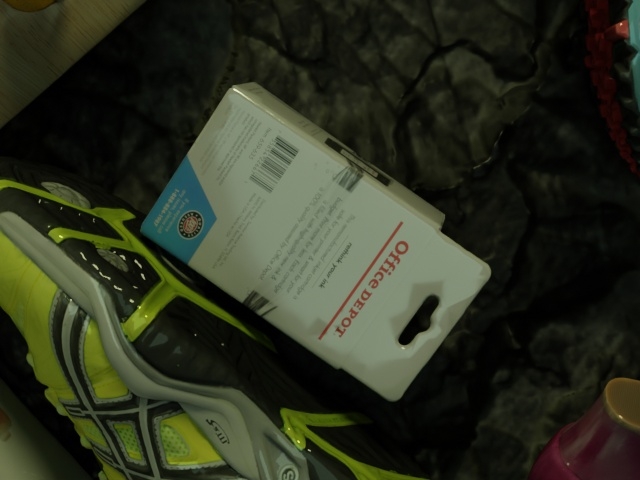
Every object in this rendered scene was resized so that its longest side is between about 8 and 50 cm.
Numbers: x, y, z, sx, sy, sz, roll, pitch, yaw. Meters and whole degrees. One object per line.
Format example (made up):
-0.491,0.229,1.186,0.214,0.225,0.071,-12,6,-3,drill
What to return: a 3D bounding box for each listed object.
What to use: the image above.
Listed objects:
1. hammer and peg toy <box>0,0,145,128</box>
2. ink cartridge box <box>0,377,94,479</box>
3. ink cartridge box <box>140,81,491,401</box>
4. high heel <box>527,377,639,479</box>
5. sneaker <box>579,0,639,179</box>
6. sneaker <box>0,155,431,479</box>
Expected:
-0.230,-0.238,0.530,0.266,0.127,0.361,-37,115,13,hammer and peg toy
-0.325,0.111,0.590,0.160,0.279,0.384,-40,93,12,ink cartridge box
0.000,0.000,0.630,0.180,0.060,0.104,35,103,1,ink cartridge box
0.247,0.165,0.629,0.244,0.082,0.117,17,131,-8,high heel
0.202,-0.156,0.550,0.125,0.104,0.261,-2,100,7,sneaker
-0.090,0.109,0.623,0.385,0.145,0.147,45,103,0,sneaker
